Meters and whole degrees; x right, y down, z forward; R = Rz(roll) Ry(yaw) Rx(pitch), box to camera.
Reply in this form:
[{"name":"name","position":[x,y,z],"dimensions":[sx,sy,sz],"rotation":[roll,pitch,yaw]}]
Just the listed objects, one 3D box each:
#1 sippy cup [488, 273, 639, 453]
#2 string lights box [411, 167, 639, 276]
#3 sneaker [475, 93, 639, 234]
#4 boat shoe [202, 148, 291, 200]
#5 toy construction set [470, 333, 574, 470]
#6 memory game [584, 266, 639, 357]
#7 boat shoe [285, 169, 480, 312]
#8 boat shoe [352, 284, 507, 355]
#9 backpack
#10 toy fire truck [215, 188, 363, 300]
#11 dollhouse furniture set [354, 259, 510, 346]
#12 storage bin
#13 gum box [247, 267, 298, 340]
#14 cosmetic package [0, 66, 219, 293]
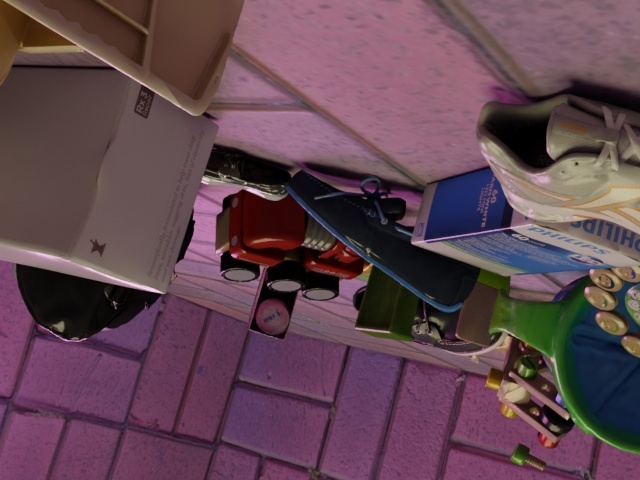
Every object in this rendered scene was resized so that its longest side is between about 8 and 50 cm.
[{"name":"sippy cup","position":[0.381,0.130,1.214],"dimensions":[0.305,0.240,0.224],"rotation":[50,180,-1]},{"name":"string lights box","position":[0.215,-0.019,1.012],"dimensions":[0.133,0.077,0.259],"rotation":[19,169,-18]},{"name":"sneaker","position":[0.232,-0.059,0.734],"dimensions":[0.262,0.099,0.121],"rotation":[6,161,41]},{"name":"boat shoe","position":[-0.103,-0.091,1.218],"dimensions":[0.142,0.049,0.040],"rotation":[16,151,-10]},{"name":"toy construction set","position":[0.353,0.196,1.664],"dimensions":[0.237,0.257,0.309],"rotation":[26,151,11]},{"name":"memory game","position":[0.355,0.082,0.991],"dimensions":[0.186,0.012,0.186],"rotation":[31,152,18]},{"name":"boat shoe","position":[0.080,-0.015,1.184],"dimensions":[0.258,0.089,0.109],"rotation":[35,-176,3]},{"name":"boat shoe","position":[0.178,0.121,1.689],"dimensions":[0.113,0.127,0.340],"rotation":[9,-175,-35]},{"name":"backpack","position":[-0.304,-0.007,1.408],"dimensions":[0.273,0.290,0.355],"rotation":[22,179,16]},{"name":"toy fire truck","position":[0.000,0.000,1.333],"dimensions":[0.217,0.158,0.246],"rotation":[16,151,-34]},{"name":"dollhouse furniture set","position":[0.119,0.087,1.501],"dimensions":[0.197,0.151,0.301],"rotation":[19,169,-29]},{"name":"storage bin","position":[-0.230,-0.186,0.663],"dimensions":[0.262,0.123,0.260],"rotation":[7,167,37]},{"name":"gum box","position":[-0.063,0.058,1.561],"dimensions":[0.062,0.188,0.107],"rotation":[16,177,-5]},{"name":"cosmetic package","position":[-0.329,-0.080,1.138],"dimensions":[0.385,0.217,0.156],"rotation":[11,169,35]}]
